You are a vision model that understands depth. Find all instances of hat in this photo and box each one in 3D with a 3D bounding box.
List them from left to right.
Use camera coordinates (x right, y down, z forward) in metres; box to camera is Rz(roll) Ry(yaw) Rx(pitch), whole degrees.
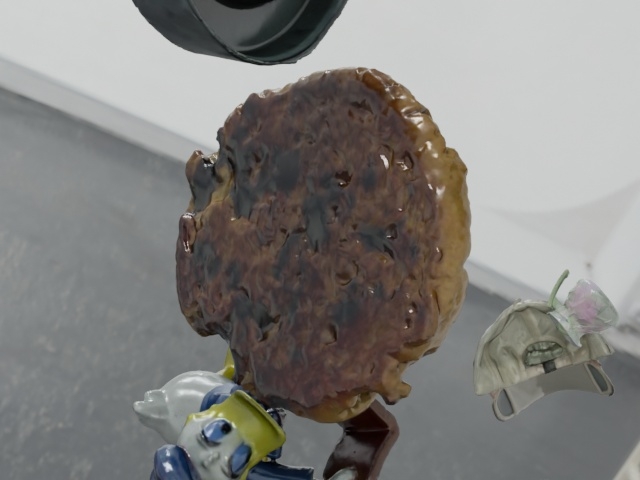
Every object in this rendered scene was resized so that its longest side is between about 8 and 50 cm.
[{"bbox_3d":[0.350,0.181,1.922,0.226,0.219,0.164,29,46,-70],"label":"hat"}]

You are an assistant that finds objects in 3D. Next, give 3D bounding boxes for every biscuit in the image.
[{"bbox_3d":[0.000,0.004,1.036,0.081,0.290,0.334,2,-1,-43],"label":"biscuit"}]

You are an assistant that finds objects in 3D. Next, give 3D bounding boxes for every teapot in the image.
[{"bbox_3d":[0.290,0.077,1.391,0.083,0.064,0.064,52,0,18],"label":"teapot"}]

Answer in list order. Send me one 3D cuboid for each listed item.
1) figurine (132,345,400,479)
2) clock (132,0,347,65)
[{"bbox_3d":[-0.069,0.217,1.265,0.283,0.205,0.338,6,8,18],"label":"figurine"},{"bbox_3d":[-0.050,-0.281,0.868,0.061,0.313,0.312,9,14,27],"label":"clock"}]
